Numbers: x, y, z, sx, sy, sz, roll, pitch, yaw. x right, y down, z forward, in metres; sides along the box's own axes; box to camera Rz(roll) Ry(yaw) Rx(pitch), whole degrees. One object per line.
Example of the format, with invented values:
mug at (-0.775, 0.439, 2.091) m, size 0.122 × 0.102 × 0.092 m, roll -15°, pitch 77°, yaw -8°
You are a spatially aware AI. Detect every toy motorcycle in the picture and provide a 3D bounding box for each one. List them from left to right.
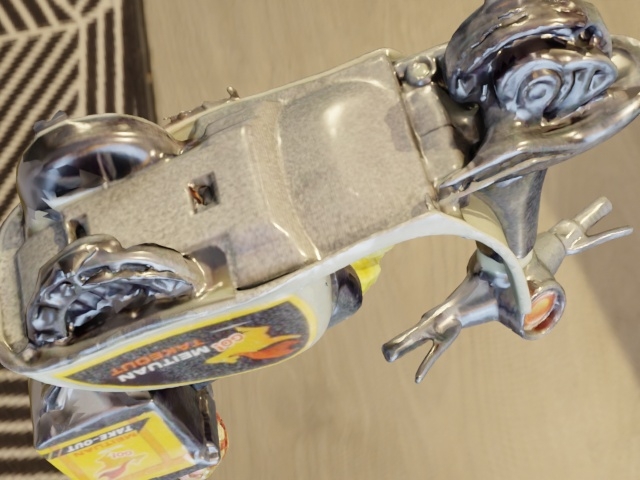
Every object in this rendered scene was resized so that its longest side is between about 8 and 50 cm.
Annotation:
toy motorcycle at (0.000, 0.000, 0.496) m, size 0.263 × 0.157 × 0.091 m, roll -21°, pitch 51°, yaw 9°

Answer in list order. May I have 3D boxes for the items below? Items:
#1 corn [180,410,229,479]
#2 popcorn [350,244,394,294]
corn at (-0.167, 0.153, 1.404) m, size 0.086 × 0.253 × 0.086 m, roll -12°, pitch 43°, yaw 12°
popcorn at (-0.016, -0.011, 1.481) m, size 0.167 × 0.185 × 0.187 m, roll -13°, pitch 49°, yaw -23°
